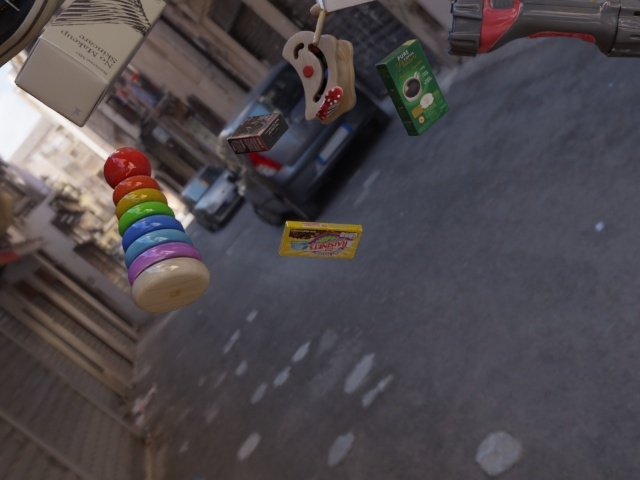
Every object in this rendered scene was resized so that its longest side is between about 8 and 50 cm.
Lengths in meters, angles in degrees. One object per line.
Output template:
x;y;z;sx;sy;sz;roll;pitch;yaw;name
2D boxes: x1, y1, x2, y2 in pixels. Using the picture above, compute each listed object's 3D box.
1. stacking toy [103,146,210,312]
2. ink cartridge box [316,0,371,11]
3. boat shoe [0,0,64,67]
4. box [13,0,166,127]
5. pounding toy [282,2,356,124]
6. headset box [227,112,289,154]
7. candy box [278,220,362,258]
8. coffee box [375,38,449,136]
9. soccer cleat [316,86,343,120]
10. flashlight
-0.313;-0.038;1.539;0.141;0.141;0.330;-44;55;31;stacking toy
0.075;-0.608;1.567;0.226;0.306;0.131;-14;28;-2;ink cartridge box
-0.560;-0.454;1.535;0.500;0.156;0.187;-14;44;49;boat shoe
-0.324;-0.289;1.222;0.094;0.113;0.275;-45;21;34;box
-0.025;-0.410;1.947;0.154;0.270;0.154;-6;-4;36;pounding toy
-0.094;-0.166;1.316;0.083;0.032;0.062;-1;42;43;headset box
0.000;0.000;2.217;0.027;0.205;0.105;-105;24;-45;candy box
0.203;-0.335;1.855;0.113;0.184;0.040;-42;27;-24;coffee box
0.021;-0.249;1.517;0.035;0.029;0.083;-40;-10;-43;soccer cleat
0.353;-0.328;1.314;0.103;0.303;0.103;-71;-14;-75;flashlight
